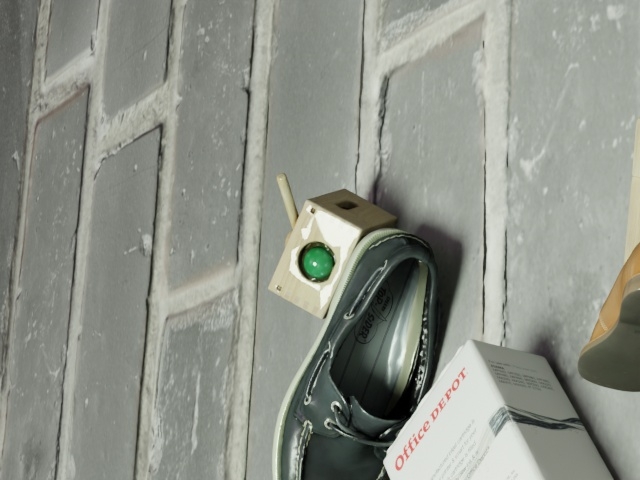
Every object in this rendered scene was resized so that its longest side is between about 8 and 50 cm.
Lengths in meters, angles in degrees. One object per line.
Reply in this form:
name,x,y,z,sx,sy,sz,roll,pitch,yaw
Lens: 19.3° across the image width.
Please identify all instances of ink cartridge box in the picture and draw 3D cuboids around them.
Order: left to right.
ink cartridge box,0.168,0.233,1.705,0.172,0.100,0.237,-58,35,29

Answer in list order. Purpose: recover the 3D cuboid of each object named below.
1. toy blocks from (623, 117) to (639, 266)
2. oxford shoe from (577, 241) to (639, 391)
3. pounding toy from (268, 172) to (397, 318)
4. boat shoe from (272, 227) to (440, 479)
toy blocks,0.355,0.047,1.427,0.381,0.191,0.260,14,102,61
oxford shoe,0.249,0.055,1.438,0.212,0.076,0.076,105,179,-61
pounding toy,0.000,0.000,2.017,0.100,0.141,0.130,29,107,17
boat shoe,0.048,0.155,1.918,0.340,0.127,0.113,-67,18,-3
